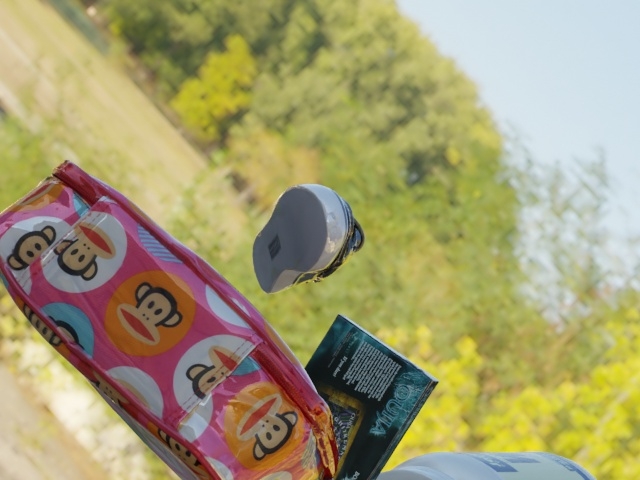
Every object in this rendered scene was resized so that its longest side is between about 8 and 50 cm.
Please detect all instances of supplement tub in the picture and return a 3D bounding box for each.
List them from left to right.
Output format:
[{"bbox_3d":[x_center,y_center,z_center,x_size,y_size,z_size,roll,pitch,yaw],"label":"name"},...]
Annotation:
[{"bbox_3d":[0.185,0.365,1.900,0.325,0.235,0.235,10,32,-52],"label":"supplement tub"}]

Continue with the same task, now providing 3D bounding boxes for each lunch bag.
[{"bbox_3d":[-0.116,0.096,1.233,0.293,0.120,0.258,42,-15,21],"label":"lunch bag"}]

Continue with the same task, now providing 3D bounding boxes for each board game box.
[{"bbox_3d":[0.021,0.187,1.668,0.126,0.186,0.026,34,5,21],"label":"board game box"}]

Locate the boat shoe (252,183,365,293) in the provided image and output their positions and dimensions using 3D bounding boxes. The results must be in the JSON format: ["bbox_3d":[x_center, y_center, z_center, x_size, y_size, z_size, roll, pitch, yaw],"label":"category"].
[{"bbox_3d":[0.000,0.000,1.477,0.228,0.076,0.080,131,-53,-67],"label":"boat shoe"}]
